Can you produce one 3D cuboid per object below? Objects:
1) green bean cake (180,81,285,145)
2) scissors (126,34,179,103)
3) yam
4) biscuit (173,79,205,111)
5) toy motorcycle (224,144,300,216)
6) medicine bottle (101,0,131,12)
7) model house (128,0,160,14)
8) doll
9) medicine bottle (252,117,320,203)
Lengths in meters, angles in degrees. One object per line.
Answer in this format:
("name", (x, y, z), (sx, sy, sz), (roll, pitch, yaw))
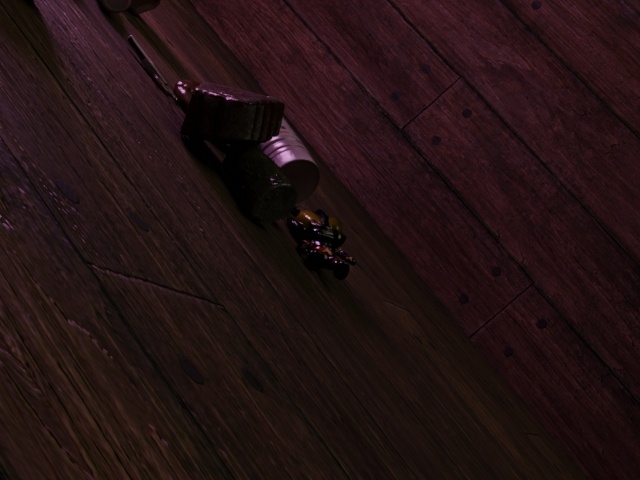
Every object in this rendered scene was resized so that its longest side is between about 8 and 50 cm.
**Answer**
("green bean cake", (-0.188, -0.242, 1.923), (0.199, 0.097, 0.233), (14, 12, 12))
("scissors", (-0.351, -0.358, 2.078), (0.176, 0.022, 0.085), (53, 4, 13))
("yam", (-0.114, -0.107, 1.886), (0.107, 0.107, 0.183), (41, 8, -43))
("biscuit", (-0.223, -0.281, 2.169), (0.212, 0.036, 0.212), (30, 21, -13))
("toy motorcycle", (-0.119, -0.131, 2.019), (0.215, 0.080, 0.122), (44, 0, 34))
("medicine bottle", (-0.467, -0.567, 2.251), (0.083, 0.083, 0.203), (44, 11, -30))
("model house", (-0.460, -0.717, 2.503), (0.202, 0.237, 0.237), (42, 3, 0))
("doll", (0.003, -0.002, 2.061), (0.127, 0.088, 0.248), (46, 12, -20))
("medicine bottle", (-0.105, -0.198, 2.262), (0.133, 0.133, 0.249), (41, 12, -46))
